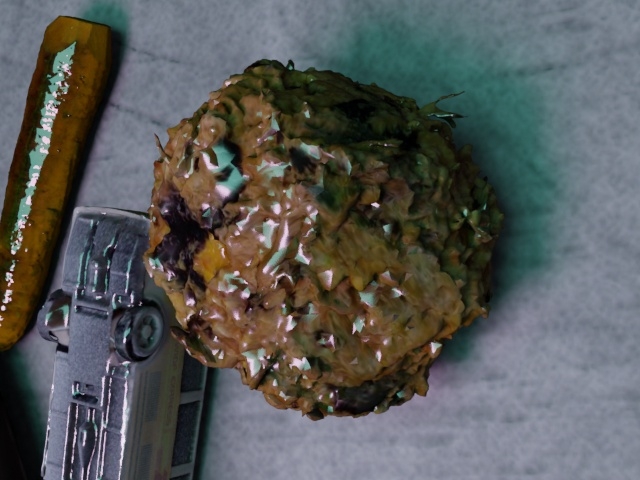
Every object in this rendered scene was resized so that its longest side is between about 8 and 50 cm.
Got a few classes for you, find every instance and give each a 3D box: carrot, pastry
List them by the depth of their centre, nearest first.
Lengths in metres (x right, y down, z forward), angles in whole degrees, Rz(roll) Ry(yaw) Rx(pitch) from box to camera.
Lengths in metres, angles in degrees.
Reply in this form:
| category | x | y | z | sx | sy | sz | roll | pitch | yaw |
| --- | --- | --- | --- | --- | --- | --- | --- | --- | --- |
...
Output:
| category | x | y | z | sx | sy | sz | roll | pitch | yaw |
| --- | --- | --- | --- | --- | --- | --- | --- | --- | --- |
| pastry | 0.000 | 0.000 | 0.886 | 0.274 | 0.193 | 0.275 | 0 | 92 | -7 |
| carrot | -0.249 | -0.045 | 1.113 | 0.066 | 0.066 | 0.314 | 19 | 99 | 26 |

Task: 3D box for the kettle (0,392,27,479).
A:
| category | x | y | z | sx | sy | sz | roll | pitch | yaw |
| --- | --- | --- | --- | --- | --- | --- | --- | --- | --- |
| kettle | -0.354 | 0.200 | 1.110 | 0.202 | 0.144 | 0.232 | -36 | 75 | 41 |

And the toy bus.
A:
| category | x | y | z | sx | sy | sz | roll | pitch | yaw |
| --- | --- | --- | --- | --- | --- | --- | --- | --- | --- |
| toy bus | -0.158 | 0.147 | 1.010 | 0.097 | 0.138 | 0.343 | 9 | 92 | 32 |
